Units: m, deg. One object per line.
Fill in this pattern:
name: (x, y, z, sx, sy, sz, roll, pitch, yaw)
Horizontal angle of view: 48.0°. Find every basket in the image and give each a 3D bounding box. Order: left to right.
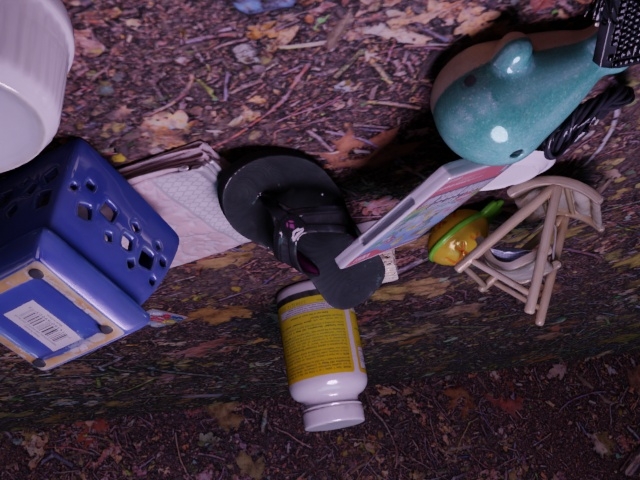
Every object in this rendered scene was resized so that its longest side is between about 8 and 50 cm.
basket: (0.072, 0.036, 1.458, 0.167, 0.103, 0.113, -12, 157, 7)

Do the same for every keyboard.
keyboard: (0.348, -0.272, 0.798, 0.100, 0.038, 0.192, -10, 132, -4)

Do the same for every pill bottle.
pill bottle: (0.007, 0.273, 1.709, 0.188, 0.333, 0.188, -8, 158, -3)

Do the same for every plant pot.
plant pot: (-0.368, 0.038, 1.016, 0.236, 0.212, 0.236, -24, 128, 20)

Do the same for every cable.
cable: (0.393, -0.175, 1.059, 0.151, 0.047, 0.184, -34, 172, 25)

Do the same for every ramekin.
ramekin: (-0.388, -0.166, 0.727, 0.273, 0.127, 0.273, -8, 159, -3)

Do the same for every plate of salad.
plate of salad: (0.297, -0.127, 1.226, 0.200, 0.048, 0.200, -5, 168, -1)

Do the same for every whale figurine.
whale figurine: (0.282, -0.190, 0.936, 0.272, 0.141, 0.216, -21, 156, 19)

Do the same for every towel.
towel: (-0.254, -0.036, 1.212, 0.317, 0.053, 0.332, -16, 157, 16)

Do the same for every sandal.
sandal: (0.002, -0.001, 1.202, 0.167, 0.107, 0.446, -44, 137, 4)

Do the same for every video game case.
video game case: (0.169, -0.052, 1.135, 0.204, 0.025, 0.285, -19, 165, -41)

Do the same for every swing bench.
swing bench: (0.415, 0.009, 1.388, 0.254, 0.165, 0.253, -58, 155, 1)

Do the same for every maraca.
maraca: (0.291, -0.018, 1.437, 0.186, 0.099, 0.127, -36, 162, -5)

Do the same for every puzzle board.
puzzle board: (-0.406, 0.194, 1.775, 0.096, 0.011, 0.128, -21, 155, 25)
